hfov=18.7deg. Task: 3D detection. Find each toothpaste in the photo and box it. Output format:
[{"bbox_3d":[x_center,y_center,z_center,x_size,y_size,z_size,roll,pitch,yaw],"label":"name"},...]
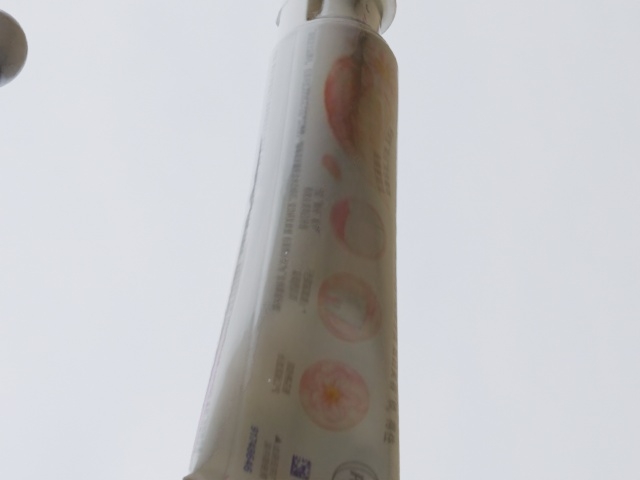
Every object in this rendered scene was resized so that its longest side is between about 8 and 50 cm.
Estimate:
[{"bbox_3d":[0.000,0.000,0.882,0.100,0.066,0.323,21,-134,-17],"label":"toothpaste"}]

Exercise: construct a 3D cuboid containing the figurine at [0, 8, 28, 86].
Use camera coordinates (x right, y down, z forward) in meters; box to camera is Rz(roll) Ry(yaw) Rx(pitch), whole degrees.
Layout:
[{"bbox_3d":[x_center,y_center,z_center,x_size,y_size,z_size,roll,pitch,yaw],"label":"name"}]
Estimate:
[{"bbox_3d":[-0.303,-0.088,1.100,0.382,0.261,0.186,-144,64,-81],"label":"figurine"}]
